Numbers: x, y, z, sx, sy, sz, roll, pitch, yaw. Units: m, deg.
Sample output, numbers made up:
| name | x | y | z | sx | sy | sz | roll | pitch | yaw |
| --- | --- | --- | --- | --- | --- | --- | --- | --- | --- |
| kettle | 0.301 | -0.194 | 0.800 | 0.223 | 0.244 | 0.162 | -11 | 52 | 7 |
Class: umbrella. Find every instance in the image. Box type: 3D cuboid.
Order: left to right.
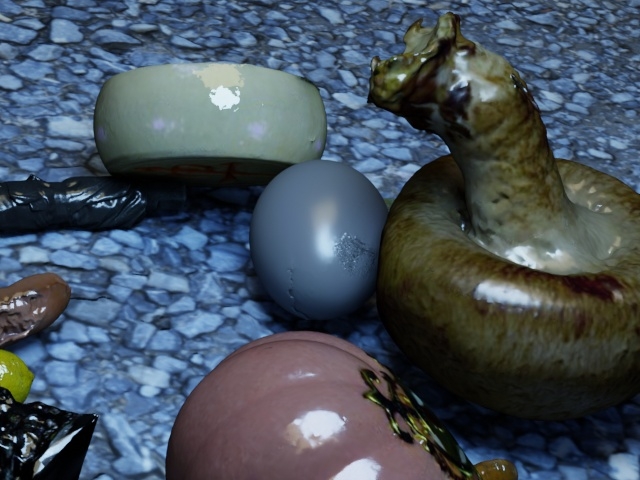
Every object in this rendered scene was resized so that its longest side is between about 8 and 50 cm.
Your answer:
| name | x | y | z | sx | sy | sz | roll | pitch | yaw |
| --- | --- | --- | --- | --- | --- | --- | --- | --- | --- |
| umbrella | -0.253 | -0.038 | 1.885 | 0.235 | 0.059 | 0.066 | -2 | 54 | -23 |

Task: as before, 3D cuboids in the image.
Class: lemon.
| name | x | y | z | sx | sy | sz | roll | pitch | yaw |
| --- | --- | --- | --- | --- | --- | --- | --- | --- | --- |
| lemon | -0.295 | 0.128 | 1.586 | 0.083 | 0.062 | 0.062 | -7 | 34 | -19 |

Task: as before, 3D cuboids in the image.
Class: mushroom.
| name | x | y | z | sx | sy | sz | roll | pitch | yaw |
| --- | --- | --- | --- | --- | --- | --- | --- | --- | --- |
| mushroom | 0.201 | -0.020 | 1.700 | 0.334 | 0.356 | 0.331 | 13 | 9 | 10 |

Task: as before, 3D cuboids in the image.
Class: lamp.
| name | x | y | z | sx | sy | sz | roll | pitch | yaw |
| --- | --- | --- | --- | --- | --- | --- | --- | --- | --- |
| lamp | 0.002 | 0.220 | 1.348 | 0.305 | 0.239 | 0.305 | 50 | 8 | -9 |

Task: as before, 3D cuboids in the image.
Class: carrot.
| name | x | y | z | sx | sy | sz | roll | pitch | yaw |
| --- | --- | --- | --- | --- | --- | --- | --- | --- | --- |
| carrot | 0.135 | 0.217 | 1.598 | 0.093 | 0.032 | 0.032 | -13 | 37 | -26 |

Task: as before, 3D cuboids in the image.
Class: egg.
| name | x | y | z | sx | sy | sz | roll | pitch | yaw |
| --- | --- | --- | --- | --- | --- | --- | --- | --- | --- |
| egg | 0.000 | 0.000 | 1.804 | 0.146 | 0.146 | 0.199 | 9 | 35 | -1 |

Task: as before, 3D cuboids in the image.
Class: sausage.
| name | x | y | z | sx | sy | sz | roll | pitch | yaw |
| --- | --- | --- | --- | --- | --- | --- | --- | --- | --- |
| sausage | -0.378 | 0.076 | 1.639 | 0.304 | 0.078 | 0.078 | -4 | 33 | -20 |

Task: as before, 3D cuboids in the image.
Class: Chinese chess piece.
| name | x | y | z | sx | sy | sz | roll | pitch | yaw |
| --- | --- | --- | --- | --- | --- | --- | --- | --- | --- |
| Chinese chess piece | -0.118 | -0.118 | 1.905 | 0.250 | 0.097 | 0.251 | 1 | -7 | 0 |

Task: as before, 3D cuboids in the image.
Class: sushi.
| name | x | y | z | sx | sy | sz | roll | pitch | yaw |
| --- | --- | --- | --- | --- | --- | --- | --- | --- | --- |
| sushi | -0.297 | 0.178 | 1.416 | 0.150 | 0.153 | 0.172 | 37 | 56 | 8 |

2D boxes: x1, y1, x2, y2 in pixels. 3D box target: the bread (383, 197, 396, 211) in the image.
| name | x | y | z | sx | sy | sz | roll | pitch | yaw |
| --- | --- | --- | --- | --- | --- | --- | --- | --- | --- |
| bread | 0.072 | -0.015 | 1.961 | 0.112 | 0.036 | 0.193 | 31 | 36 | 33 |
